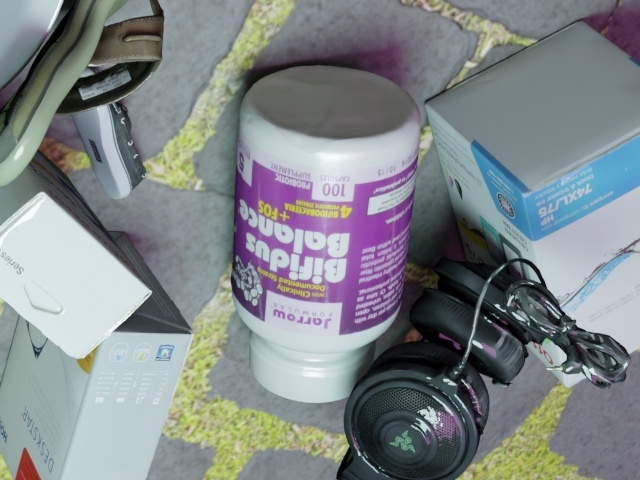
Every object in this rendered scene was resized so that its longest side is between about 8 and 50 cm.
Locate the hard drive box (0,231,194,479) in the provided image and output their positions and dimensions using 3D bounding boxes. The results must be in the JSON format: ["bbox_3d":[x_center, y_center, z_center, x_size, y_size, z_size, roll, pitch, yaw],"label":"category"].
[{"bbox_3d":[-0.218,0.133,1.549,0.089,0.181,0.232,3,118,-31],"label":"hard drive box"}]

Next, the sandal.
[{"bbox_3d":[-0.182,-0.143,1.351,0.086,0.303,0.120,35,143,-12],"label":"sandal"}]

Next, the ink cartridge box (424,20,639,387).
[{"bbox_3d":[0.260,-0.036,1.697,0.197,0.198,0.270,-28,130,-11],"label":"ink cartridge box"}]

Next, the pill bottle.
[{"bbox_3d":[0.000,0.000,1.591,0.169,0.169,0.301,-11,125,-23],"label":"pill bottle"}]

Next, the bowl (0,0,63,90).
[{"bbox_3d":[-0.348,-0.234,1.255,0.298,0.134,0.298,-16,128,-21],"label":"bowl"}]

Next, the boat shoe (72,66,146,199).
[{"bbox_3d":[-0.191,-0.102,1.499,0.040,0.049,0.142,-38,136,-28],"label":"boat shoe"}]

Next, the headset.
[{"bbox_3d":[0.146,0.136,1.600,0.243,0.185,0.394,-55,179,-29],"label":"headset"}]

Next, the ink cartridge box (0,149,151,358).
[{"bbox_3d":[-0.253,-0.018,1.403,0.093,0.212,0.154,-42,131,1],"label":"ink cartridge box"}]
